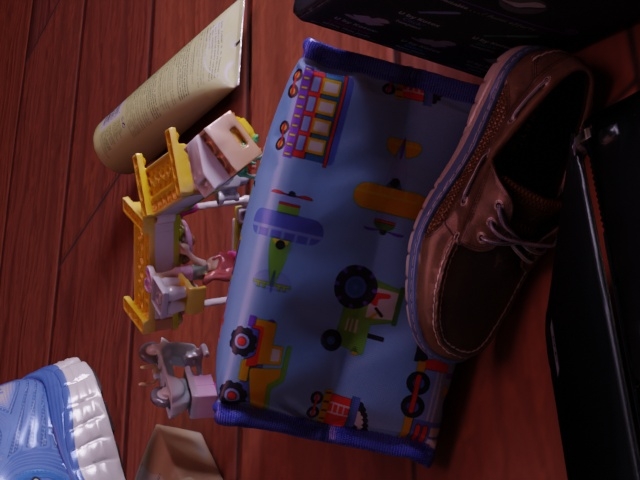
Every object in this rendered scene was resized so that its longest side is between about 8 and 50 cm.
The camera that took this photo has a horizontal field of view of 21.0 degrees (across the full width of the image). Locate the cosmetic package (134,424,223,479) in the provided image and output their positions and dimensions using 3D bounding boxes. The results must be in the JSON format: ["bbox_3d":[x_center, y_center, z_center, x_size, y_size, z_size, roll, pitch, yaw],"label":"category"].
[{"bbox_3d":[-0.105,0.192,1.305,0.060,0.041,0.115,-69,23,13],"label":"cosmetic package"}]

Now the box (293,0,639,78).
[{"bbox_3d":[0.114,-0.206,0.919,0.270,0.143,0.165,-18,60,63],"label":"box"}]

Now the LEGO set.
[{"bbox_3d":[-0.069,-0.008,1.230,0.287,0.107,0.132,106,147,-43],"label":"LEGO set"}]

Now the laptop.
[{"bbox_3d":[0.189,0.050,0.742,0.264,0.136,0.234,-28,45,26],"label":"laptop"}]

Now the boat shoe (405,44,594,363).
[{"bbox_3d":[0.098,-0.019,0.933,0.066,0.066,0.183,16,90,67],"label":"boat shoe"}]

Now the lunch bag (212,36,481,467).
[{"bbox_3d":[0.000,0.000,1.101,0.293,0.138,0.221,-160,84,-78],"label":"lunch bag"}]

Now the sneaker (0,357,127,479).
[{"bbox_3d":[-0.203,0.240,1.288,0.130,0.147,0.330,94,156,-44],"label":"sneaker"}]

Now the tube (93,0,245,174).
[{"bbox_3d":[-0.130,-0.131,1.578,0.070,0.062,0.240,57,141,2],"label":"tube"}]
